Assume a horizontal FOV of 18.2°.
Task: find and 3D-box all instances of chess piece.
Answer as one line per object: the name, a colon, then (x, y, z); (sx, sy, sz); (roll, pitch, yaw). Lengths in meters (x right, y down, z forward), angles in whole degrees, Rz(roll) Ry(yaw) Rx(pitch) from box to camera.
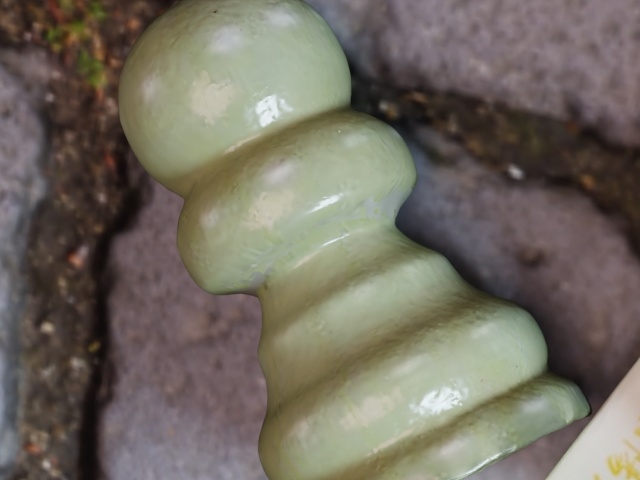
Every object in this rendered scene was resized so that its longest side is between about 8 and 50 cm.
chess piece: (0.000, 0.000, 0.900); (0.144, 0.144, 0.251); (-32, 80, 24)

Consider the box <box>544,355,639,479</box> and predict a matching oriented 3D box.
box: (0.264, 0.041, 0.824); (0.200, 0.065, 0.343); (39, 111, 12)
